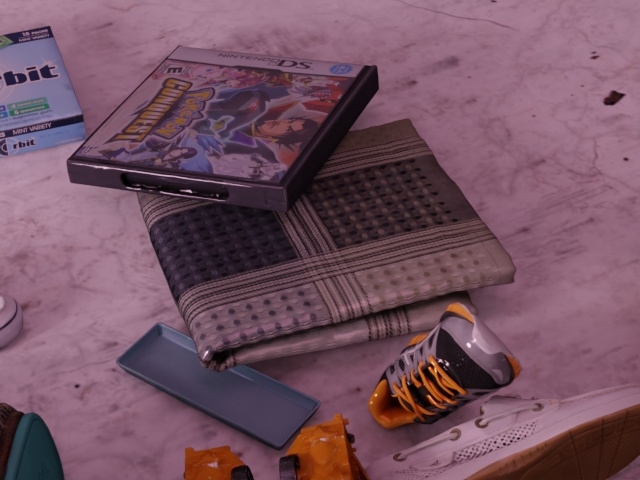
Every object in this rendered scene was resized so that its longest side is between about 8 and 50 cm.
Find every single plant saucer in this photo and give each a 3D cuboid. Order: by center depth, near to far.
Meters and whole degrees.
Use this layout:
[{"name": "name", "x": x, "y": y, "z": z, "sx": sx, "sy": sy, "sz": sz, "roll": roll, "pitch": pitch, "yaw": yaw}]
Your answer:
[{"name": "plant saucer", "x": -0.095, "y": 0.135, "z": 1.489, "sx": 0.192, "sy": 0.018, "sz": 0.067, "roll": 25, "pitch": 47, "yaw": 25}]

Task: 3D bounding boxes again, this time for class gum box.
[{"name": "gum box", "x": -0.361, "y": -0.164, "z": 1.817, "sx": 0.157, "sy": 0.041, "sz": 0.184, "roll": -13, "pitch": 44, "yaw": -14}]

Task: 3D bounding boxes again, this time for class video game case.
[{"name": "video game case", "x": -0.099, "y": -0.127, "z": 1.732, "sx": 0.248, "sy": 0.035, "sz": 0.275, "roll": 8, "pitch": 35, "yaw": 20}]

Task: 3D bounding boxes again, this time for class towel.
[{"name": "towel", "x": 0.000, "y": 0.000, "z": 1.618, "sx": 0.324, "sy": 0.056, "sz": 0.312, "roll": -14, "pitch": 36, "yaw": -12}]

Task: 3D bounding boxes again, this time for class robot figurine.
[{"name": "robot figurine", "x": -0.027, "y": 0.271, "z": 1.268, "sx": 0.211, "sy": 0.085, "sz": 0.291, "roll": -13, "pitch": 41, "yaw": 4}]

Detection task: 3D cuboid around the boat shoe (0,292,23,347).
[{"name": "boat shoe", "x": -0.396, "y": 0.076, "z": 1.517, "sx": 0.226, "sy": 0.076, "sz": 0.083, "roll": -11, "pitch": 43, "yaw": -12}]

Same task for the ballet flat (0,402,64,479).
[{"name": "ballet flat", "x": -0.281, "y": 0.277, "z": 1.180, "sx": 0.182, "sy": 0.164, "sz": 0.483, "roll": -18, "pitch": 22, "yaw": -2}]

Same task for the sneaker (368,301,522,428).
[{"name": "sneaker", "x": 0.104, "y": 0.118, "z": 1.391, "sx": 0.083, "sy": 0.215, "sz": 0.084, "roll": -40, "pitch": 86, "yaw": -21}]

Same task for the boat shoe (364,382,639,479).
[{"name": "boat shoe", "x": 0.166, "y": 0.171, "z": 1.383, "sx": 0.277, "sy": 0.098, "sz": 0.096, "roll": -18, "pitch": 45, "yaw": -17}]
